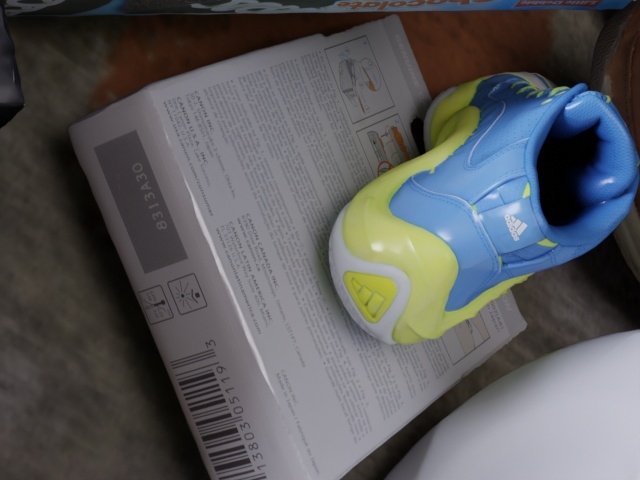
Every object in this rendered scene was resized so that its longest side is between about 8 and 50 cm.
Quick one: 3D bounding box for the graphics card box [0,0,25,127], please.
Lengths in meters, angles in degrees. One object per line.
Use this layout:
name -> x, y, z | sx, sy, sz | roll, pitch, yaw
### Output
graphics card box -> -0.288, -0.116, 0.443 | 0.370, 0.094, 0.233 | -8, 80, -33

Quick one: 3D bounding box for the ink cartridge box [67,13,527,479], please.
ink cartridge box -> 0.000, 0.000, 0.721 | 0.224, 0.056, 0.181 | -29, 98, -58

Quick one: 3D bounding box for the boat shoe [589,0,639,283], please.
boat shoe -> 0.246, 0.010, 0.831 | 0.324, 0.116, 0.123 | 59, 43, -21

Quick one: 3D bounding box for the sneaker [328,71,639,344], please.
sneaker -> 0.103, -0.030, 0.722 | 0.091, 0.126, 0.240 | 60, 35, -13

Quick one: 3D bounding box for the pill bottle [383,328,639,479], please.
pill bottle -> 0.194, 0.249, 0.689 | 0.392, 0.224, 0.224 | 49, 54, -18

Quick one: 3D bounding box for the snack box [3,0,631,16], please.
snack box -> -0.024, -0.188, 0.644 | 0.321, 0.060, 0.187 | -3, 80, -12

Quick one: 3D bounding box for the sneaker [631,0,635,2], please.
sneaker -> 0.342, -0.060, 0.909 | 0.410, 0.182, 0.158 | 47, 55, -21
